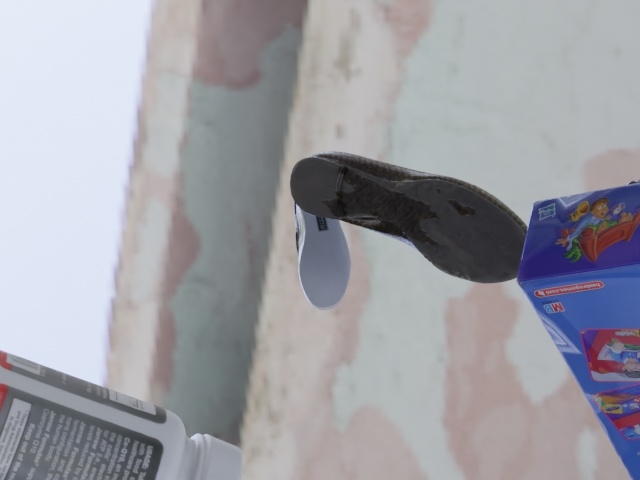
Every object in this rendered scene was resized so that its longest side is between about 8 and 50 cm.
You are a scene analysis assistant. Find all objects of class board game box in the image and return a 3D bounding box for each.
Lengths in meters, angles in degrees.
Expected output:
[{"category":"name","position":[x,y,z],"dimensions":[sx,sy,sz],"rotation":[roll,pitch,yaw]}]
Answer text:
[{"category":"board game box","position":[0.337,0.051,1.229],"dimensions":[0.347,0.233,0.078],"rotation":[-10,-137,28]}]

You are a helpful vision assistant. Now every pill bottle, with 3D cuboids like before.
[{"category":"pill bottle","position":[-0.234,0.227,1.854],"dimensions":[0.161,0.283,0.161],"rotation":[-158,-90,-77]}]

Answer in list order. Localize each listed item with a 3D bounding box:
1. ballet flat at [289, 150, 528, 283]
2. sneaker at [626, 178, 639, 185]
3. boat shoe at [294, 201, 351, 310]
[{"category":"ballet flat","position":[0.084,-0.026,1.599],"dimensions":[0.250,0.058,0.084],"rotation":[18,-72,34]},{"category":"sneaker","position":[0.333,-0.045,1.580],"dimensions":[0.098,0.135,0.276],"rotation":[18,-95,51]},{"category":"boat shoe","position":[0.000,0.000,1.723],"dimensions":[0.040,0.049,0.142],"rotation":[104,-18,-70]}]
